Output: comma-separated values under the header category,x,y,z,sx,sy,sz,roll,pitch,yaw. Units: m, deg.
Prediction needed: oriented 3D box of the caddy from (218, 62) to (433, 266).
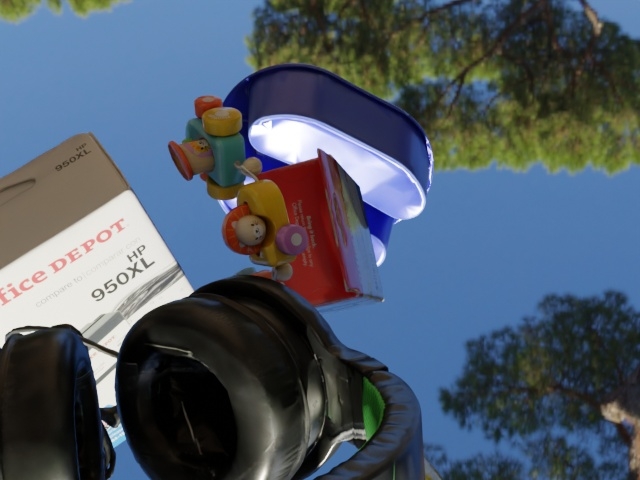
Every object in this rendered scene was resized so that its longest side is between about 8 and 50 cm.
category,x,y,z,sx,sy,sz,roll,pitch,yaw
caddy,0.006,-0.113,1.331,0.341,0.241,0.179,26,-146,-14

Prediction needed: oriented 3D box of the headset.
category,x,y,z,sx,sy,sz,roll,pitch,yaw
headset,-0.105,0.126,0.508,0.243,0.185,0.394,-11,-167,-26

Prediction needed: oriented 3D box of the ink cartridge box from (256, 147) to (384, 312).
category,x,y,z,sx,sy,sz,roll,pitch,yaw
ink cartridge box,0.000,0.000,0.874,0.078,0.231,0.134,-13,-99,10

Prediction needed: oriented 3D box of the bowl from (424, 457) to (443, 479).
category,x,y,z,sx,sy,sz,roll,pitch,yaw
bowl,0.054,0.329,0.773,0.156,0.289,0.289,29,-120,7

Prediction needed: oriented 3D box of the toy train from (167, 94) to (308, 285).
category,x,y,z,sx,sy,sz,roll,pitch,yaw
toy train,-0.064,-0.009,0.590,0.046,0.125,0.166,-20,-104,-29

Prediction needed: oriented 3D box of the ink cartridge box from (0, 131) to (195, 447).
category,x,y,z,sx,sy,sz,roll,pitch,yaw
ink cartridge box,-0.329,0.093,1.247,0.285,0.395,0.166,-34,-134,-11
